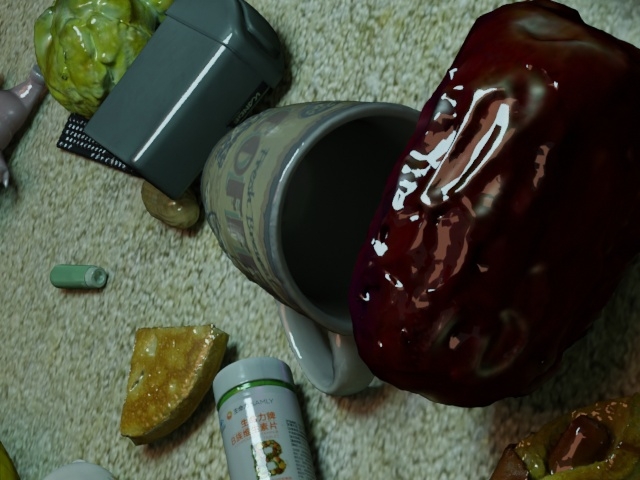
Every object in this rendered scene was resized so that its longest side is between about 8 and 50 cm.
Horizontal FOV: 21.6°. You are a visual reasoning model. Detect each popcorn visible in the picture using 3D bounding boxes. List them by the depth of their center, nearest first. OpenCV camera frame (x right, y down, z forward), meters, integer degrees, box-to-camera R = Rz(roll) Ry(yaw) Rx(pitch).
[{"bbox_3d":[-0.250,-0.249,2.078,0.212,0.198,0.198,-40,40,-12],"label":"popcorn"}]

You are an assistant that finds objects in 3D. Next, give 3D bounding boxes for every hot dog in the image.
[{"bbox_3d":[0.188,0.233,1.429,0.123,0.093,0.261,31,93,49],"label":"hot dog"}]

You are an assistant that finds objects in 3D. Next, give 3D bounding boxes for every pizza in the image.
[{"bbox_3d":[-0.163,0.145,1.868,0.175,0.046,0.134,-42,46,22],"label":"pizza"}]

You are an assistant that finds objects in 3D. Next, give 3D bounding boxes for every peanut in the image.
[{"bbox_3d":[-0.178,-0.047,1.983,0.113,0.054,0.054,32,94,51],"label":"peanut"}]

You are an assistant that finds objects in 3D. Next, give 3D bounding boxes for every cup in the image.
[{"bbox_3d":[0.000,0.000,1.694,0.257,0.227,0.301,20,114,61],"label":"cup"}]

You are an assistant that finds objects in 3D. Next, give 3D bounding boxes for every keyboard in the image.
[{"bbox_3d":[-0.271,-0.127,2.144,0.204,0.013,0.061,20,85,49],"label":"keyboard"}]

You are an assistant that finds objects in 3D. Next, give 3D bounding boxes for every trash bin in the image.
[{"bbox_3d":[-0.153,-0.178,1.957,0.236,0.101,0.177,-53,39,-3],"label":"trash bin"}]

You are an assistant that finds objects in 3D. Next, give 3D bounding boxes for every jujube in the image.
[{"bbox_3d":[0.171,-0.033,1.467,0.258,0.258,0.376,14,81,48],"label":"jujube"}]

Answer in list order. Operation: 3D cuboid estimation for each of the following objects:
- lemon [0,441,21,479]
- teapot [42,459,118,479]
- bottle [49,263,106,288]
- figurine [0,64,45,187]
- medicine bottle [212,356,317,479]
[{"bbox_3d":[-0.473,0.306,1.937,0.285,0.285,0.316,-48,10,16],"label":"lemon"},{"bbox_3d":[-0.272,0.325,1.859,0.145,0.092,0.226,-42,48,23],"label":"teapot"},{"bbox_3d":[-0.298,0.045,2.070,0.083,0.030,0.030,0,70,45],"label":"bottle"},{"bbox_3d":[-0.479,-0.122,2.279,0.186,0.176,0.287,108,-172,-66],"label":"figurine"},{"bbox_3d":[-0.053,0.214,1.691,0.086,0.086,0.183,-37,48,27],"label":"medicine bottle"}]
